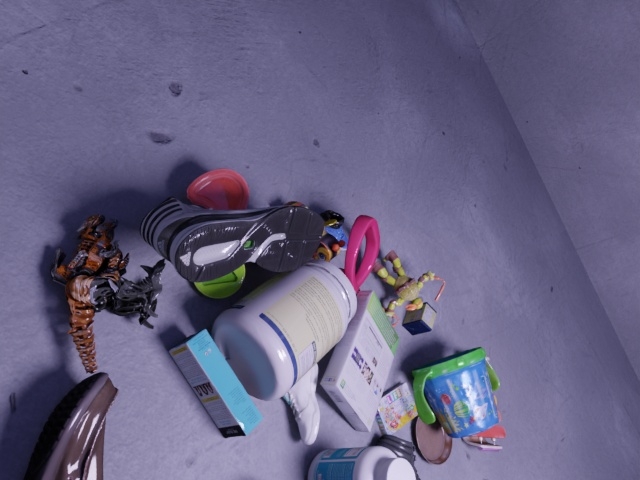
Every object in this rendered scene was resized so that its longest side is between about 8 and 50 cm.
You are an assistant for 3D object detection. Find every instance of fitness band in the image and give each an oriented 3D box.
[{"bbox_3d":[0.115,0.047,1.459,0.291,0.054,0.209,67,43,-63],"label":"fitness band"}]

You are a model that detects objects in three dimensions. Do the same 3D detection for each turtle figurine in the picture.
[{"bbox_3d":[0.254,0.153,1.595,0.269,0.087,0.217,-38,76,-8],"label":"turtle figurine"}]

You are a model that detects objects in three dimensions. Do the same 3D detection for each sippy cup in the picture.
[{"bbox_3d":[0.428,0.471,1.518,0.305,0.240,0.224,-18,75,-3],"label":"sippy cup"}]

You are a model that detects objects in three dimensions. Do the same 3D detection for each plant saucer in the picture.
[{"bbox_3d":[0.345,0.606,1.534,0.168,0.029,0.169,19,59,-34],"label":"plant saucer"}]

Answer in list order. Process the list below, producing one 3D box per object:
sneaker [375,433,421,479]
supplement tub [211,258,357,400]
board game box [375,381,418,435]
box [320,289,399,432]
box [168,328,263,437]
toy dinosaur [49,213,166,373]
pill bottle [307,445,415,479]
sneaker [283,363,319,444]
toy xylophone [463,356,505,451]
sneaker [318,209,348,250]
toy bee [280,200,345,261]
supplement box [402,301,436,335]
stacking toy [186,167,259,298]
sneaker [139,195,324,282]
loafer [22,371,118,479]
[{"bbox_3d":[0.255,0.655,1.378,0.295,0.104,0.147,41,54,-13],"label":"sneaker"},{"bbox_3d":[-0.078,0.204,1.217,0.324,0.235,0.236,-35,94,-44],"label":"supplement tub"},{"bbox_3d":[0.222,0.503,1.478,0.154,0.026,0.104,-15,80,-44],"label":"board game box"},{"bbox_3d":[0.124,0.336,1.401,0.232,0.058,0.322,60,42,-33],"label":"box"},{"bbox_3d":[-0.237,0.325,1.116,0.060,0.100,0.244,-35,95,-45],"label":"box"},{"bbox_3d":[-0.452,0.105,1.039,0.218,0.164,0.323,8,83,-22],"label":"toy dinosaur"},{"bbox_3d":[0.098,0.569,1.174,0.146,0.264,0.146,18,60,-33],"label":"pill bottle"},{"bbox_3d":[-0.057,0.409,1.261,0.094,0.080,0.212,12,55,-24],"label":"sneaker"},{"bbox_3d":[0.510,0.544,1.668,0.236,0.081,0.323,10,64,-37],"label":"toy xylophone"},{"bbox_3d":[0.054,-0.034,1.547,0.152,0.084,0.058,46,47,-15],"label":"sneaker"},{"bbox_3d":[0.000,0.000,1.428,0.298,0.162,0.195,41,52,-15],"label":"toy bee"},{"bbox_3d":[0.330,0.260,1.646,0.056,0.083,0.083,45,49,-19],"label":"supplement box"},{"bbox_3d":[-0.253,-0.009,1.294,0.279,0.130,0.309,-41,96,-17],"label":"stacking toy"},{"bbox_3d":[-0.205,-0.042,1.157,0.447,0.257,0.169,-6,118,-49],"label":"sneaker"},{"bbox_3d":[-0.450,0.422,0.882,0.130,0.133,0.366,33,61,-30],"label":"loafer"}]
